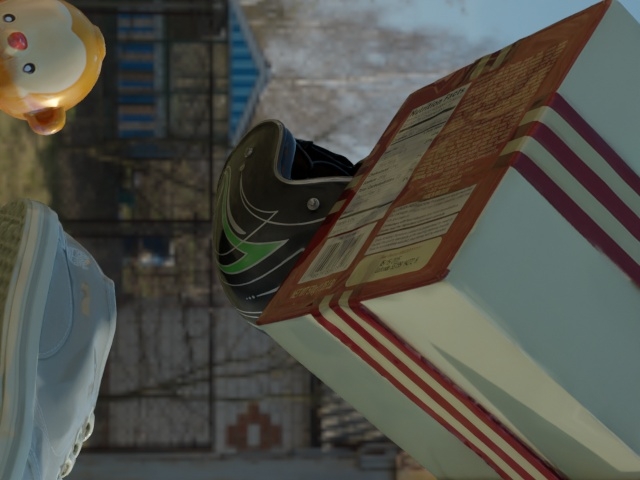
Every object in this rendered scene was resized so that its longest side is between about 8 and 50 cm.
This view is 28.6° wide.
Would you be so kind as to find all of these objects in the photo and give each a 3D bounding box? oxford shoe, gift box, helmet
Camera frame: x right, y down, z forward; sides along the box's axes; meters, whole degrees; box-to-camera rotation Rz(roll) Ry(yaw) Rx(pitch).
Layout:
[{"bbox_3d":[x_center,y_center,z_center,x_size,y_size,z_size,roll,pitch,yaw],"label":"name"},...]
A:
[{"bbox_3d":[-0.242,0.155,0.971,0.130,0.169,0.449,40,34,-31],"label":"oxford shoe"},{"bbox_3d":[0.137,0.054,0.793,0.276,0.258,0.255,-56,-162,-21],"label":"gift box"},{"bbox_3d":[0.000,0.000,0.949,0.161,0.169,0.169,-116,-158,-44],"label":"helmet"}]

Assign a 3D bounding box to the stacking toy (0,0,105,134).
[{"bbox_3d":[-0.228,-0.028,0.495,0.166,0.302,0.175,92,-24,-76],"label":"stacking toy"}]
